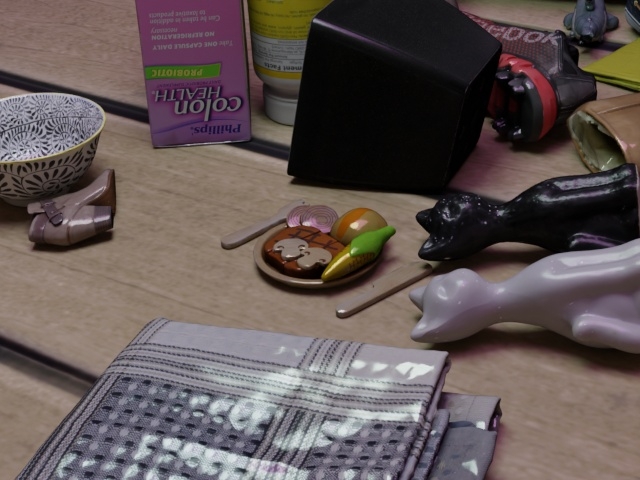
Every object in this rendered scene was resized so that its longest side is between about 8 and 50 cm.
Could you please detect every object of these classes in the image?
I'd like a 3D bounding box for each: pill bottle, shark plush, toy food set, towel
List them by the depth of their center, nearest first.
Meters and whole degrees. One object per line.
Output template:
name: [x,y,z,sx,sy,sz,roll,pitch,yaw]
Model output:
towel: [-0.051,0.167,0.872,0.324,0.056,0.312,9,33,19]
toy food set: [0.000,0.000,1.162,0.132,0.039,0.192,-27,38,-34]
pill bottle: [-0.024,-0.247,1.414,0.119,0.209,0.119,-3,31,2]
towel: [0.438,-0.238,1.545,0.237,0.021,0.102,-29,33,-34]
shark plush: [0.344,-0.296,1.599,0.073,0.067,0.161,11,33,22]

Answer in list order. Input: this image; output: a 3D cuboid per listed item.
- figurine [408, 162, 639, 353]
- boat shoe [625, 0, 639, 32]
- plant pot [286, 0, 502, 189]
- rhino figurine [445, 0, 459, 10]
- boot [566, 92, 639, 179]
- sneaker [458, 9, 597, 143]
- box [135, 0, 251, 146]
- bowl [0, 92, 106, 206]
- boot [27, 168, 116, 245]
figurine: [0.181,0.021,1.078,0.209,0.092,0.215,-4,31,12]
boat shoe: [0.433,-0.298,1.544,0.065,0.083,0.183,-11,28,-7]
plant pot: [0.087,-0.158,1.297,0.167,0.187,0.188,21,37,16]
rhino figurine: [0.133,-0.353,1.631,0.106,0.073,0.243,2,62,1]
boot: [0.396,-0.155,1.341,0.269,0.089,0.236,-13,32,-13]
sneaker: [0.222,-0.204,1.429,0.135,0.098,0.276,-16,35,-19]
box: [-0.148,-0.266,1.424,0.117,0.243,0.213,-5,31,-2]
bowl: [-0.308,-0.087,1.298,0.170,0.080,0.170,-3,31,2]
boot: [-0.254,-0.036,1.245,0.087,0.042,0.118,-7,30,-2]
